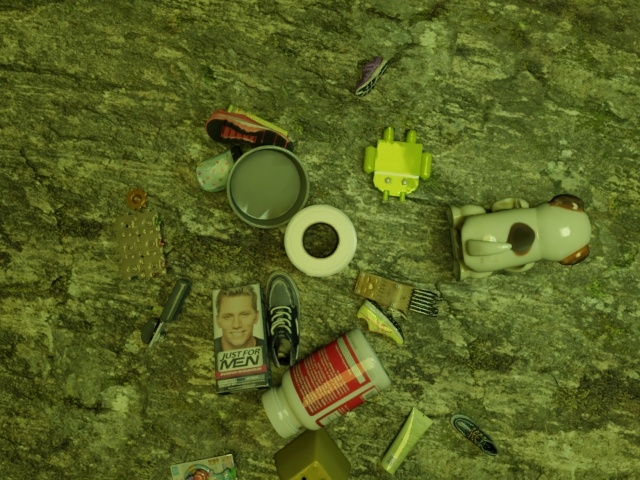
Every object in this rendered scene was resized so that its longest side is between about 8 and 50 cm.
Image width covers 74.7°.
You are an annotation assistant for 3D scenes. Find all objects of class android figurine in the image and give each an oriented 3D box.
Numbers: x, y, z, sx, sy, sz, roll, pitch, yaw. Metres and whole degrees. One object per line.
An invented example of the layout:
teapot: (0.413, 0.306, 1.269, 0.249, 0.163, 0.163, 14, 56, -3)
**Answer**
android figurine: (0.279, -0.274, 1.535, 0.248, 0.056, 0.272, 8, 89, -1)

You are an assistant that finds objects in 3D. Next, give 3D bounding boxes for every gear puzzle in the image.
gear puzzle: (-0.662, -0.026, 1.538, 0.176, 0.044, 0.338, -9, 88, 1)

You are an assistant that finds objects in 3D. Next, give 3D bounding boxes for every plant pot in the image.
plant pot: (-0.027, 0.820, 1.472, 0.212, 0.187, 0.212, -37, 91, -1)

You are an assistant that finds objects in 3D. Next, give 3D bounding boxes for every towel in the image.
towel: (-0.244, -0.405, 1.548, 0.237, 0.021, 0.102, 25, 96, -1)

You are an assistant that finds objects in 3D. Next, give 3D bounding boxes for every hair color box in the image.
hair color box: (-0.272, 0.336, 1.443, 0.174, 0.105, 0.347, -8, 66, -2)

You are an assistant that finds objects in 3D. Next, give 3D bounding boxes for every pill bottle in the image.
pill bottle: (0.017, 0.499, 1.450, 0.408, 0.229, 0.229, -31, 91, 0)

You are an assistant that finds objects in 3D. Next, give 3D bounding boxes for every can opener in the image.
can opener: (-0.562, 0.263, 1.520, 0.093, 0.074, 0.280, 30, 90, 0)

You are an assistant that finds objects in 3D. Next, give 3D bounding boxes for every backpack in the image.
backpack: (-0.354, -0.248, 1.499, 0.182, 0.115, 0.151, -21, 92, 1)

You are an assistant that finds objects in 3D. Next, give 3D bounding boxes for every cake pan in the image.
cake pan: (-0.185, -0.189, 1.480, 0.293, 0.054, 0.293, -6, 110, -18)

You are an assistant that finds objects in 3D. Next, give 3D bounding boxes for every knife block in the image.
knife block: (0.295, 0.198, 1.533, 0.276, 0.242, 0.088, 16, 89, 44)

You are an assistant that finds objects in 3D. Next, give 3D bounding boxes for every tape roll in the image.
tape roll: (0.000, 0.000, 1.477, 0.246, 0.169, 0.246, 0, 90, -1)

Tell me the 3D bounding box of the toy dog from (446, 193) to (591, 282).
toy dog: (0.653, -0.030, 1.382, 0.408, 0.395, 0.284, -8, 82, 8)

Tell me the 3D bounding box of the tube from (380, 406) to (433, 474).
tube: (0.313, 0.739, 1.543, 0.240, 0.062, 0.070, -54, 134, -5)

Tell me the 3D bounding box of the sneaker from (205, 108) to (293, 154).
sneaker: (-0.240, -0.390, 1.483, 0.314, 0.136, 0.116, 16, 130, -21)

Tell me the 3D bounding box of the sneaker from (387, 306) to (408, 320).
sneaker: (0.284, 0.273, 1.552, 0.083, 0.032, 0.037, 37, 104, 4)

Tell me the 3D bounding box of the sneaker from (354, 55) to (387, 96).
sneaker: (0.175, -0.601, 1.536, 0.071, 0.068, 0.170, 35, 81, 15)

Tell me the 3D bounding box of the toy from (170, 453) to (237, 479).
toy: (-0.429, 0.879, 1.534, 0.237, 0.056, 0.136, -12, 89, 0)

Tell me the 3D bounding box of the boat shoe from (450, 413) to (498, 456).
boat shoe: (0.563, 0.706, 1.527, 0.183, 0.083, 0.065, 34, 90, 0)

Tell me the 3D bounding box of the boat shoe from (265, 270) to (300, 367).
boat shoe: (-0.129, 0.280, 1.481, 0.127, 0.158, 0.340, -9, 91, 0)

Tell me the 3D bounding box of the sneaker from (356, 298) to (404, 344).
sneaker: (0.218, 0.309, 1.532, 0.208, 0.081, 0.094, 45, 100, 4)
